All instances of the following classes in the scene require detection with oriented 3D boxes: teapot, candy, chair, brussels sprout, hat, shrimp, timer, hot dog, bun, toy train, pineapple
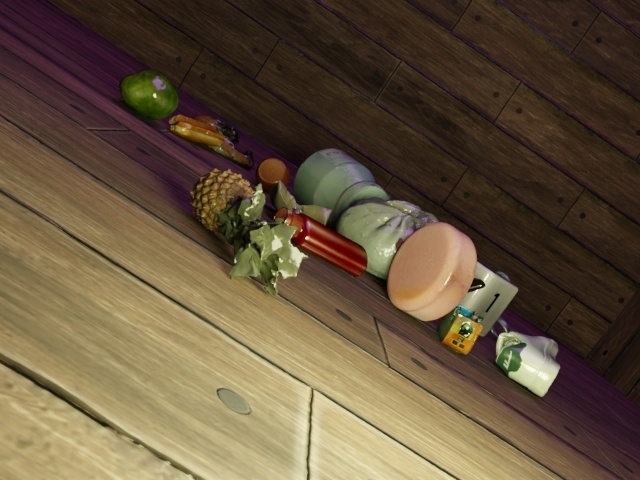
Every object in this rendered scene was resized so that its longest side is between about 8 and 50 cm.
[{"bbox_3d":[-0.150,-0.198,2.066,0.173,0.116,0.116,65,18,17],"label":"teapot"},{"bbox_3d":[0.267,0.071,1.588,0.094,0.255,0.255,29,9,-27],"label":"candy"},{"bbox_3d":[0.390,0.110,1.933,0.084,0.212,0.102,28,51,-35],"label":"chair"},{"bbox_3d":[-0.492,-0.422,1.868,0.161,0.144,0.181,-1,23,0],"label":"brussels sprout"},{"bbox_3d":[-0.082,-0.067,1.723,0.166,0.144,0.173,29,-35,-18],"label":"hat"},{"bbox_3d":[-0.332,-0.359,2.355,0.272,0.085,0.445,39,10,-1],"label":"shrimp"},{"bbox_3d":[0.469,0.160,2.050,0.194,0.195,0.192,26,12,-42],"label":"timer"},{"bbox_3d":[-0.386,-0.340,2.043,0.092,0.062,0.235,44,16,27],"label":"hot dog"},{"bbox_3d":[0.224,-0.011,1.853,0.354,0.194,0.354,17,22,-7],"label":"bun"},{"bbox_3d":[0.336,0.209,1.569,0.072,0.099,0.188,31,9,2],"label":"toy train"},{"bbox_3d":[-0.129,-0.022,1.043,0.277,0.130,0.119,41,-19,53],"label":"pineapple"}]

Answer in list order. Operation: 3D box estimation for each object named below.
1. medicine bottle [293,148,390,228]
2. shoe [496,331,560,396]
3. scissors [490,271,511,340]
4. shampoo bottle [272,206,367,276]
[{"bbox_3d":[0.077,-0.147,2.153,0.245,0.245,0.290,28,12,-39],"label":"medicine bottle"},{"bbox_3d":[0.545,0.309,1.744,0.160,0.132,0.363,31,11,14],"label":"shoe"},{"bbox_3d":[0.535,0.197,2.272,0.029,0.256,0.383,-14,17,-24],"label":"scissors"},{"bbox_3d":[0.000,0.000,1.559,0.260,0.064,0.102,28,31,-33],"label":"shampoo bottle"}]
